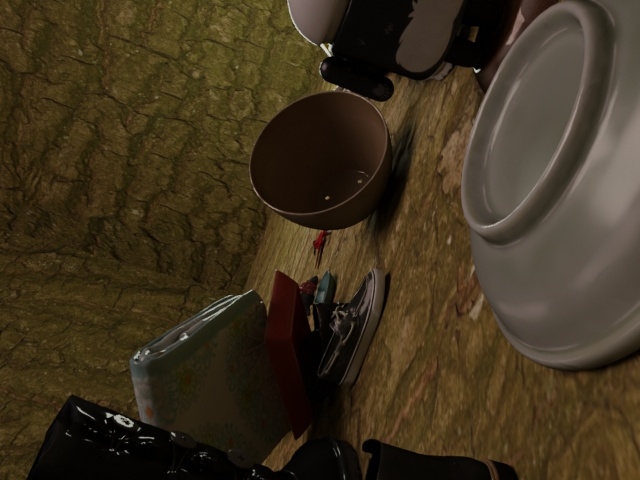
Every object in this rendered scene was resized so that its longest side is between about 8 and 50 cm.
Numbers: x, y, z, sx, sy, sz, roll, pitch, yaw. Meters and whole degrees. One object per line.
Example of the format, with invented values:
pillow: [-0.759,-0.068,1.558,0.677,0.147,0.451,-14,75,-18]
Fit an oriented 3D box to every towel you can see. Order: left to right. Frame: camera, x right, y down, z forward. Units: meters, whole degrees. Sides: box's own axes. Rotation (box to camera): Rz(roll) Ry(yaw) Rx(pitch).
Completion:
towel: [-0.180,0.288,1.244,0.374,0.090,0.320,-31,-68,-61]

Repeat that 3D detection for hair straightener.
hair straightener: [-0.038,0.141,1.714,0.230,0.047,0.088,-76,-1,-81]

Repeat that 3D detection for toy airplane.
toy airplane: [0.000,0.000,1.879,0.151,0.028,0.151,-162,90,-81]

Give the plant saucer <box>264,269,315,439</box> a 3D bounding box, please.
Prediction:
plant saucer: [-0.051,0.227,1.414,0.258,0.048,0.258,-86,-15,-61]

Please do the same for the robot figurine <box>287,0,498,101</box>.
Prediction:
robot figurine: [0.093,-0.323,0.939,0.173,0.278,0.209,127,157,-66]

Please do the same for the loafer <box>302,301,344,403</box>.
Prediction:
loafer: [-0.003,0.218,1.371,0.080,0.079,0.219,119,165,-52]

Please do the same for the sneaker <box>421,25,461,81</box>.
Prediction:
sneaker: [0.181,-0.342,1.247,0.235,0.095,0.090,-178,106,-79]

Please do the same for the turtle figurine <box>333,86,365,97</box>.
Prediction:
turtle figurine: [0.045,-0.298,1.924,0.266,0.275,0.198,-53,-12,3]

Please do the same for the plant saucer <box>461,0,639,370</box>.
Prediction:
plant saucer: [0.216,-0.091,0.606,0.400,0.101,0.400,-164,90,-80]

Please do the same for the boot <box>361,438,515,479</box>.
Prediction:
boot: [0.094,0.266,0.566,0.197,0.137,0.076,-86,15,-49]

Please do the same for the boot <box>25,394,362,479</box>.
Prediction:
boot: [-0.167,0.336,0.999,0.367,0.446,0.146,-173,100,-80]

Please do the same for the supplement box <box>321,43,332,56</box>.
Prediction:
supplement box: [0.094,-0.468,1.270,0.194,0.195,0.356,-40,6,-6]

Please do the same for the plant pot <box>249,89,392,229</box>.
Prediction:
plant pot: [0.026,-0.131,1.388,0.191,0.284,0.283,51,-134,-55]

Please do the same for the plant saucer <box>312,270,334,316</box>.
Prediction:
plant saucer: [0.010,0.130,1.618,0.119,0.021,0.119,-163,90,-80]

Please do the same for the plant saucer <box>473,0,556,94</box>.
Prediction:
plant saucer: [0.253,-0.292,0.927,0.198,0.036,0.198,-164,90,-81]

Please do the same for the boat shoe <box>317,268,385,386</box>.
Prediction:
boat shoe: [0.053,0.149,1.196,0.078,0.070,0.219,-125,53,-78]

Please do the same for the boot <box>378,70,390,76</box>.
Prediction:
boot: [0.146,-0.436,1.642,0.283,0.109,0.220,-55,23,40]
